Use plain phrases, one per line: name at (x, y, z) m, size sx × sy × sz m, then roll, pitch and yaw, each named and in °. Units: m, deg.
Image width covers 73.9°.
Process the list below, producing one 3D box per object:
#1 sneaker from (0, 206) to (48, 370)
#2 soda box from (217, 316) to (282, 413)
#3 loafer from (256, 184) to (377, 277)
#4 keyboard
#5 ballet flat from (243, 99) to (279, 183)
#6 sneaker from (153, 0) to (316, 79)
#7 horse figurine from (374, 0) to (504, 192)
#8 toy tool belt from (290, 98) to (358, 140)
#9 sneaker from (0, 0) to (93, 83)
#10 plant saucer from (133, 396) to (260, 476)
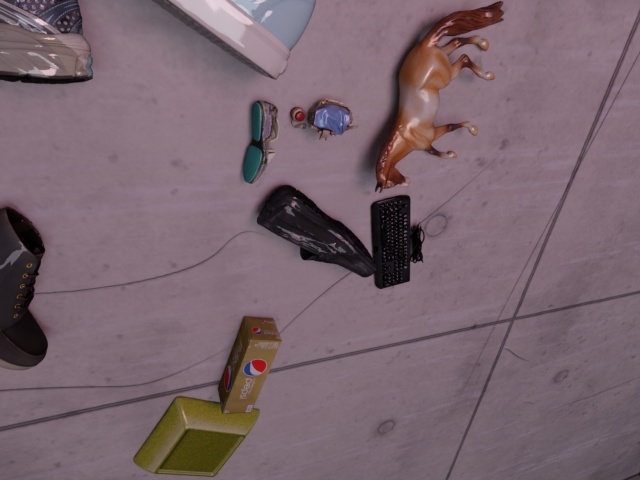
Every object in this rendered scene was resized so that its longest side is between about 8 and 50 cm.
sneaker at (-0.387, 0.070, 0.539) m, size 0.118 × 0.083 × 0.221 m, roll -22°, pitch 126°, yaw -9°
soda box at (-0.130, 0.225, 0.761) m, size 0.058 × 0.061 × 0.181 m, roll 10°, pitch 116°, yaw -28°
loafer at (0.000, 0.000, 0.668) m, size 0.223 × 0.076 × 0.078 m, roll 35°, pitch 108°, yaw -31°
keyboard at (0.144, 0.009, 0.755) m, size 0.100 × 0.038 × 0.191 m, roll -18°, pitch 127°, yaw -12°
ballet flat at (-0.076, -0.129, 0.573) m, size 0.041 × 0.041 × 0.114 m, roll 1°, pitch 121°, yaw -23°
sneaker at (-0.149, -0.310, 0.379) m, size 0.366 × 0.135 × 0.150 m, roll 25°, pitch 101°, yaw -42°
horse figurine at (0.165, -0.202, 0.611) m, size 0.175 × 0.066 × 0.263 m, roll -8°, pitch 126°, yaw -25°
toy tool belt at (0.005, -0.163, 0.575) m, size 0.083 × 0.051 × 0.052 m, roll -1°, pitch 121°, yaw -22°
sneaker at (-0.363, -0.212, 0.375) m, size 0.283 × 0.110 × 0.122 m, roll -3°, pitch 104°, yaw -24°
plant saucer at (-0.239, 0.403, 0.840) m, size 0.188 × 0.045 × 0.188 m, roll 25°, pitch 109°, yaw -33°
